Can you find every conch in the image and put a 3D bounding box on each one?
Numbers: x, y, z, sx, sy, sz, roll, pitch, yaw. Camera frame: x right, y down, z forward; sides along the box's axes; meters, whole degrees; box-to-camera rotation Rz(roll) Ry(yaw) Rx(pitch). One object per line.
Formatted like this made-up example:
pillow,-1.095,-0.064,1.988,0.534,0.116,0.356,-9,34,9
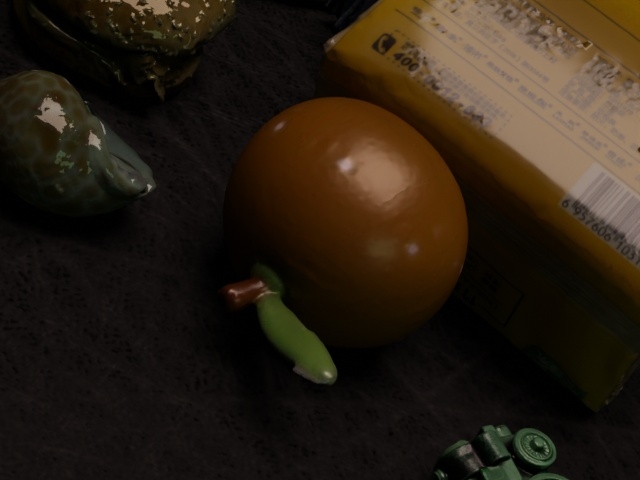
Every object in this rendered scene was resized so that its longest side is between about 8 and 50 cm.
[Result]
conch,-0.219,-0.075,1.189,0.173,0.106,0.116,33,25,-23

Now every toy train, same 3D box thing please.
toy train,0.156,0.223,1.128,0.105,0.071,0.178,-8,51,-27

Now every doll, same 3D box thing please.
doll,0.000,0.000,1.181,0.213,0.213,0.236,42,51,14

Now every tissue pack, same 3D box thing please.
tissue pack,0.213,-0.085,1.348,0.382,0.228,0.293,40,64,12

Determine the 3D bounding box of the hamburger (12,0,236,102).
hamburger,-0.192,-0.235,1.376,0.215,0.122,0.189,31,38,4

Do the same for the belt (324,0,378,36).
belt,0.100,-0.273,1.550,0.128,0.218,0.122,-5,57,-41

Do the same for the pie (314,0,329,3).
pie,-0.052,-0.413,1.651,0.323,0.070,0.323,18,58,-32
